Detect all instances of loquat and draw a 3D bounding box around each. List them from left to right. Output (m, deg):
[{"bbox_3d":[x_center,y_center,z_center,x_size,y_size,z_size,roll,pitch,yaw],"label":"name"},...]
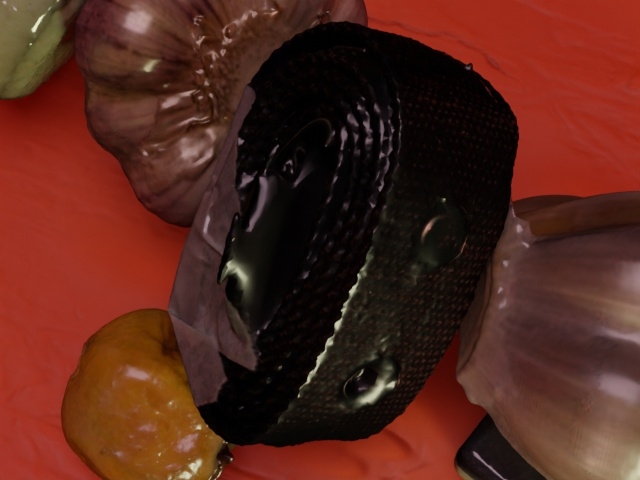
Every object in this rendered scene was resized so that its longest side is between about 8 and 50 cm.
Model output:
[{"bbox_3d":[-0.117,0.120,0.980,0.137,0.113,0.137,5,71,-13],"label":"loquat"}]

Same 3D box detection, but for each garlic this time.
[{"bbox_3d":[-0.075,-0.128,1.025,0.245,0.245,0.160,-41,34,-12],"label":"garlic"},{"bbox_3d":[0.209,0.065,0.941,0.292,0.237,0.210,18,94,-11],"label":"garlic"}]

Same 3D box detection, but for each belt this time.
[{"bbox_3d":[0.000,0.000,0.909,0.184,0.164,0.289,35,109,44],"label":"belt"}]

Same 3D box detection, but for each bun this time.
[{"bbox_3d":[-0.218,-0.205,1.040,0.118,0.195,0.195,43,76,-4],"label":"bun"}]

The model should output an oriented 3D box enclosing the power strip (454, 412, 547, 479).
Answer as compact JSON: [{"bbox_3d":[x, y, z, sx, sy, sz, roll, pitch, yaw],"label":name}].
[{"bbox_3d":[0.216,0.191,0.975,0.256,0.070,0.105,38,73,11],"label":"power strip"}]
